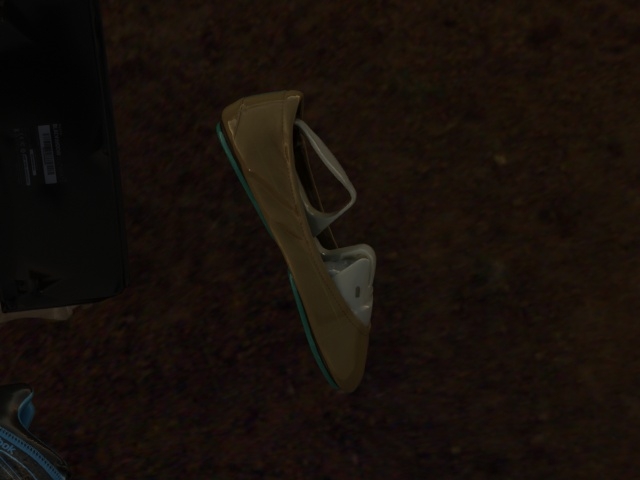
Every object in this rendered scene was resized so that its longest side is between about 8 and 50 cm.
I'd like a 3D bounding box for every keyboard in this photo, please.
[{"bbox_3d":[-0.280,-0.077,1.164,0.202,0.033,0.317,-6,117,-8],"label":"keyboard"}]

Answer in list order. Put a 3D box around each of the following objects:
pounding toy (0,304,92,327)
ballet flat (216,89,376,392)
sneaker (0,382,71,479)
[{"bbox_3d":[-0.438,0.079,1.651,0.270,0.155,0.154,-1,101,16],"label":"pounding toy"},{"bbox_3d":[0.000,0.000,0.957,0.073,0.080,0.232,-22,101,12],"label":"ballet flat"},{"bbox_3d":[-0.311,0.290,1.389,0.140,0.125,0.340,-18,61,-26],"label":"sneaker"}]
